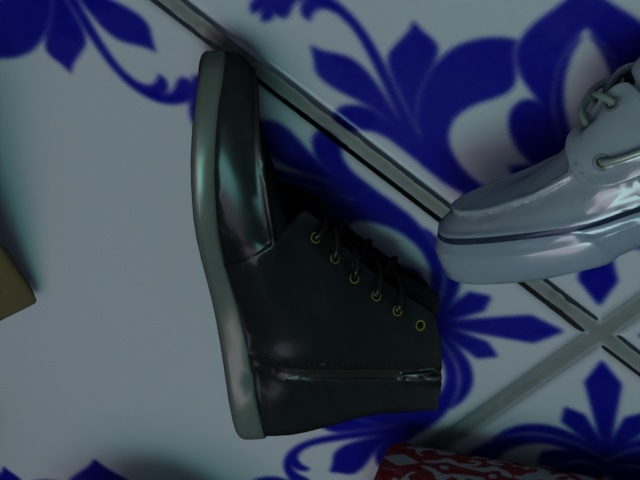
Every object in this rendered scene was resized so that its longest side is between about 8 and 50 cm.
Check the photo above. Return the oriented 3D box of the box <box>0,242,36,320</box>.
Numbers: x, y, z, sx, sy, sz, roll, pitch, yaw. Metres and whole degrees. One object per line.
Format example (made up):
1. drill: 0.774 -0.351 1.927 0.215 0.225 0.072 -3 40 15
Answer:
1. box: -0.261 0.021 0.670 0.164 0.021 0.201 -26 153 -8

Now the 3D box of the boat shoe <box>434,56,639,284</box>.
1. boat shoe: 0.150 -0.047 0.548 0.226 0.083 0.075 -18 108 18

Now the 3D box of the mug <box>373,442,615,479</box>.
1. mug: 0.111 0.172 0.701 0.169 0.113 0.150 11 156 18

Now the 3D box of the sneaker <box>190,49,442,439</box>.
1. sneaker: 0.000 0.000 0.645 0.118 0.083 0.222 -7 119 2
